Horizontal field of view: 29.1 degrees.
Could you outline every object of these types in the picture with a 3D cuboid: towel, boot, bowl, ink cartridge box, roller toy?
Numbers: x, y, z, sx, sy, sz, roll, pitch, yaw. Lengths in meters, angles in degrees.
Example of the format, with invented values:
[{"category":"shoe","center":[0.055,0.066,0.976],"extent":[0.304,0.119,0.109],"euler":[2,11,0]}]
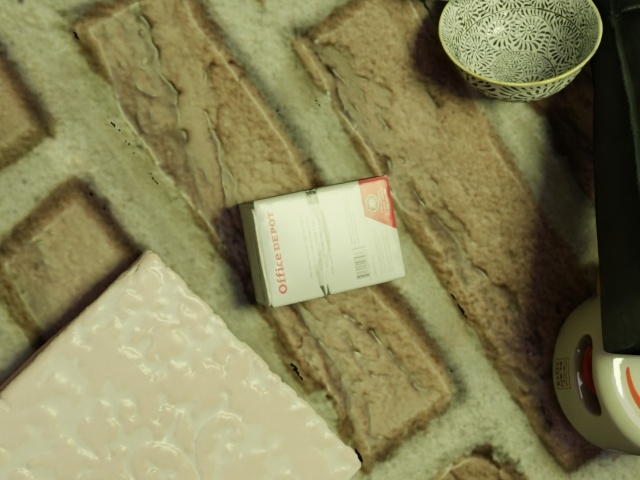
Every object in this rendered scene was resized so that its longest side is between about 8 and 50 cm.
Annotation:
[{"category":"towel","center":[-0.170,0.225,1.220],"extent":[0.317,0.053,0.332],"euler":[-46,106,-14]},{"category":"boot","center":[0.389,-0.138,1.176],"extent":[0.146,0.367,0.445],"euler":[10,66,-19]},{"category":"bowl","center":[0.211,-0.200,1.315],"extent":[0.170,0.170,0.080],"euler":[-31,145,-16]},{"category":"ink cartridge box","center":[0.000,0.000,1.268],"extent":[0.150,0.063,0.109],"euler":[-12,96,-19]},{"category":"roller toy","center":[0.359,0.140,1.358],"extent":[0.209,0.146,0.191],"euler":[44,74,-6]}]
